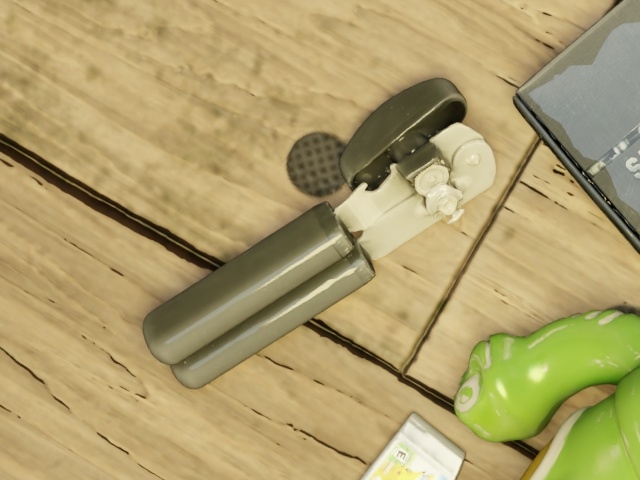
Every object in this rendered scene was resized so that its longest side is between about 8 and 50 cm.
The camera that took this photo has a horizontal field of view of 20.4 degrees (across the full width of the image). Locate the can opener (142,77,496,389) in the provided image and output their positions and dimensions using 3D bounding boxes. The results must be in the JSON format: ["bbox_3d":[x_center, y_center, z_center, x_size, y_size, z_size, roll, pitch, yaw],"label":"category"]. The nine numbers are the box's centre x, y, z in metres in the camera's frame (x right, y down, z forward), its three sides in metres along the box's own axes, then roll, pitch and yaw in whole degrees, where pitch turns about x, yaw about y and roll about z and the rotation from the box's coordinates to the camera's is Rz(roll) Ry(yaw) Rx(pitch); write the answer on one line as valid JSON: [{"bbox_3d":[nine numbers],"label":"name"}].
[{"bbox_3d":[0.000,0.000,1.248,0.280,0.074,0.093,-36,46,2],"label":"can opener"}]

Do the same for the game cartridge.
[{"bbox_3d":[0.061,0.169,1.242,0.056,0.017,0.083,37,91,6],"label":"game cartridge"}]

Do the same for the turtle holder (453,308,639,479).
[{"bbox_3d":[0.202,0.196,1.108,0.227,0.243,0.320,-40,89,20],"label":"turtle holder"}]

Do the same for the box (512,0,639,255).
[{"bbox_3d":[0.276,-0.101,1.212,0.233,0.059,0.183,-39,80,3],"label":"box"}]
